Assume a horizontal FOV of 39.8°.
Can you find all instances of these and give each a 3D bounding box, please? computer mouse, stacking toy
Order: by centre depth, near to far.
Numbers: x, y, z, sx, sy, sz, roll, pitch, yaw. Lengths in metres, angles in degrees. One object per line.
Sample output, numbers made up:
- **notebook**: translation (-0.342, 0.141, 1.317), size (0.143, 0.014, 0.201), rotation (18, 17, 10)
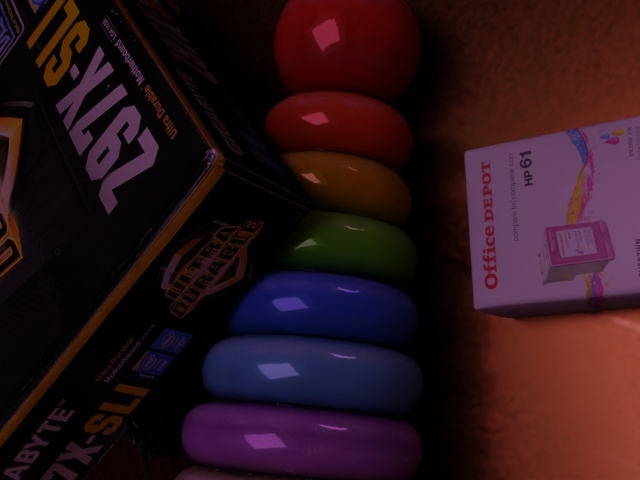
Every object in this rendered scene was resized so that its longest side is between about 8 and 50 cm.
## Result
- **stacking toy**: translation (0.000, 0.000, 0.507), size (0.141, 0.141, 0.330), rotation (-3, 76, 34)
- **computer mouse**: translation (-0.110, 0.190, 0.607), size (0.071, 0.041, 0.242), rotation (-22, 63, 21)

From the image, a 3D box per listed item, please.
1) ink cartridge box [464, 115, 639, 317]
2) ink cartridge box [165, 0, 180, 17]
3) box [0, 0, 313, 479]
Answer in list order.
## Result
- **ink cartridge box**: translation (0.140, -0.010, 0.455), size (0.122, 0.052, 0.088), rotation (-10, 77, 34)
- **ink cartridge box**: translation (-0.302, -0.098, 0.769), size (0.330, 0.071, 0.324), rotation (27, 97, 34)
- **box**: translation (-0.172, -0.033, 0.548), size (0.257, 0.079, 0.322), rotation (-48, 48, 15)
